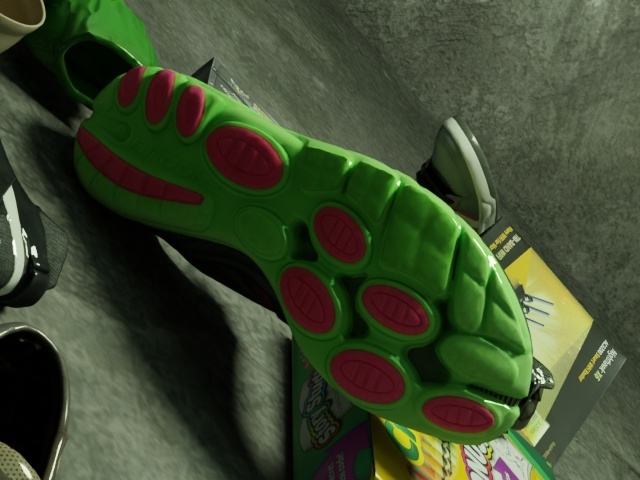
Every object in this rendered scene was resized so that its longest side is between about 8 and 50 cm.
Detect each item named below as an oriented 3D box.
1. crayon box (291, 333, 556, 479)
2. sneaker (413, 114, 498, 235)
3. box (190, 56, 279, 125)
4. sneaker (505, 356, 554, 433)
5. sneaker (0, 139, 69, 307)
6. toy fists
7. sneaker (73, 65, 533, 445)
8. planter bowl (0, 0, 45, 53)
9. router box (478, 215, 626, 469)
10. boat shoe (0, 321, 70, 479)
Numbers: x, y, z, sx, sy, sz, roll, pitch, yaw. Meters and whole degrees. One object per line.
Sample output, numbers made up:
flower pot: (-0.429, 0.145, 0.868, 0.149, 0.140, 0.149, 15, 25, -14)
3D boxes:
crayon box: (0.112, 0.240, 1.381, 0.313, 0.106, 0.363, 45, 16, -19)
sneaker: (0.126, -0.032, 1.925, 0.295, 0.178, 0.123, 79, -15, -54)
box: (-0.073, -0.094, 1.742, 0.231, 0.056, 0.183, 46, 15, -18)
sneaker: (0.172, 0.139, 1.428, 0.130, 0.087, 0.227, 40, 9, -7)
sneaker: (-0.249, -0.038, 1.088, 0.121, 0.079, 0.216, 38, 28, -49)
toy fists: (-0.271, -0.223, 1.400, 0.279, 0.096, 0.142, 32, 28, -28)
sneaker: (0.000, 0.000, 1.308, 0.483, 0.185, 0.202, 38, 5, 25)
planter bowl: (-0.318, -0.200, 1.190, 0.162, 0.109, 0.162, 46, 16, -17)
router box: (0.217, 0.134, 1.766, 0.243, 0.081, 0.309, 49, 36, 1)
boat shoe: (-0.198, 0.135, 0.701, 0.132, 0.130, 0.355, 44, 16, -20)
